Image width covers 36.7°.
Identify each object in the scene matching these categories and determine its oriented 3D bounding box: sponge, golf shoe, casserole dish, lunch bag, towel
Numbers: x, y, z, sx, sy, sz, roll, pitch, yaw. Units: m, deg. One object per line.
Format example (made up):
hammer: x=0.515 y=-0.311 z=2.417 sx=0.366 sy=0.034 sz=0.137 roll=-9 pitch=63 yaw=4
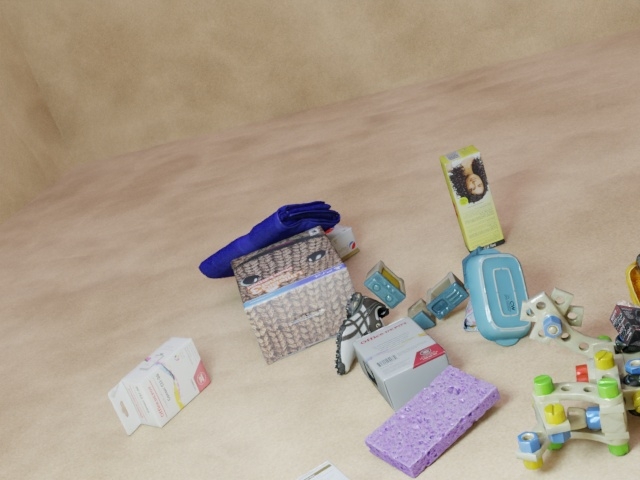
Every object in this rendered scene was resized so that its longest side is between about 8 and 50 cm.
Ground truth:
sponge: x=0.186 y=0.297 z=1.602 sx=0.210 sy=0.031 sz=0.117 roll=-36 pitch=31 yaw=-22
golf shoe: x=0.083 y=0.186 z=1.923 sx=0.094 sy=0.077 sz=0.198 roll=12 pitch=49 yaw=10
casserole dish: x=0.335 y=0.100 z=1.785 sx=0.114 sy=0.188 sz=0.037 roll=-3 pitch=-17 yaw=-18
lunch bag: x=0.314 y=0.136 z=1.875 sx=0.083 sy=0.053 sz=0.071 roll=-38 pitch=12 yaw=30
towel: x=-0.128 y=-0.004 z=2.333 sx=0.308 sy=0.076 sz=0.227 roll=-32 pitch=-17 yaw=36

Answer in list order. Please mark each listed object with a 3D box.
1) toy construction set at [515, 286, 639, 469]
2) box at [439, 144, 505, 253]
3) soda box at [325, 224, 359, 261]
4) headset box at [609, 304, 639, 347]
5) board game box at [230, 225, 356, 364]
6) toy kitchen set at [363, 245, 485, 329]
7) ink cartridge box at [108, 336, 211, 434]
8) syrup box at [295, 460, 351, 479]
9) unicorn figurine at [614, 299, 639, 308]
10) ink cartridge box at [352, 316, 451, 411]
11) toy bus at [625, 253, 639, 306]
toy construction set: x=0.408 y=0.212 z=1.508 sx=0.215 sy=0.151 sz=0.328 roll=-11 pitch=34 yaw=16
box: x=0.336 y=-0.088 z=2.136 sx=0.087 sy=0.232 sz=0.058 roll=-22 pitch=25 yaw=0
soda box: x=0.000 y=0.000 z=2.444 sx=0.074 sy=0.069 sz=0.216 roll=-33 pitch=24 yaw=-27
headset box: x=0.490 y=0.132 z=1.492 sx=0.062 sy=0.032 sz=0.083 roll=10 pitch=28 yaw=-11
board game box: x=-0.056 y=0.112 z=2.133 sx=0.232 sy=0.141 sz=0.291 roll=-22 pitch=22 yaw=-4
toy kitchen set: x=0.214 y=0.073 z=1.890 sx=0.207 sy=0.166 sz=0.122 roll=-43 pitch=14 yaw=20
ink cartridge box: x=-0.326 y=0.299 z=1.966 sx=0.067 sy=0.115 sz=0.198 roll=1 pitch=31 yaw=41
syrup box: x=0.042 y=0.421 z=1.390 sx=0.096 sy=0.093 sz=0.237 roll=-29 pitch=23 yaw=-19
unicorn figurine: x=0.553 y=0.154 z=1.575 sx=0.111 sy=0.162 sz=0.060 roll=-2 pitch=64 yaw=56
ink cartridge box: x=0.151 y=0.224 z=1.782 sx=0.127 sy=0.072 sz=0.175 roll=-24 pitch=22 yaw=-9
toy bus: x=0.628 y=0.053 z=1.699 sx=0.220 sy=0.149 sz=0.211 roll=-23 pitch=9 yaw=0
